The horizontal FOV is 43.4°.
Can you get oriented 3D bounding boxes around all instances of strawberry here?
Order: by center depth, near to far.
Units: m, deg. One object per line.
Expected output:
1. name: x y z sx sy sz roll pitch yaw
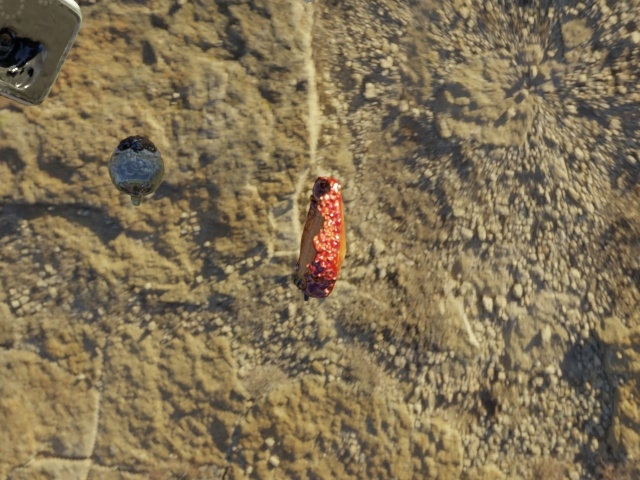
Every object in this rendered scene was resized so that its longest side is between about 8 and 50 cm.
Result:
1. strawberry: 0.003 0.001 0.946 0.048 0.104 0.152 11 109 -15

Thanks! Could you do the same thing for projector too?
1. projector: -0.707 -0.452 1.433 0.405 0.395 0.242 26 92 26

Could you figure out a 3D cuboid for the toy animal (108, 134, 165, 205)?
1. toy animal: -0.311 -0.120 1.367 0.098 0.137 0.098 4 67 -10
